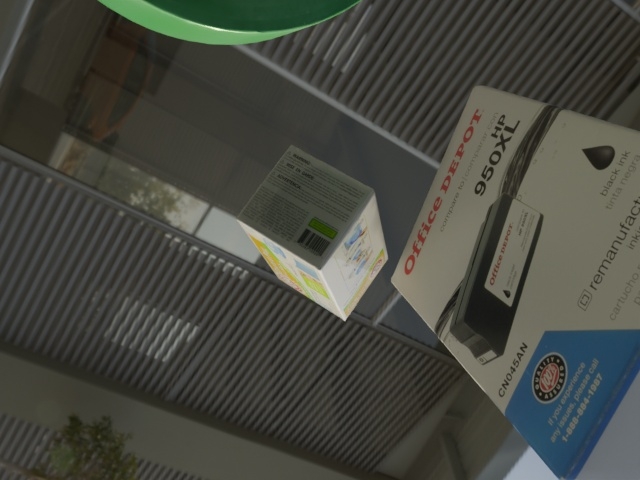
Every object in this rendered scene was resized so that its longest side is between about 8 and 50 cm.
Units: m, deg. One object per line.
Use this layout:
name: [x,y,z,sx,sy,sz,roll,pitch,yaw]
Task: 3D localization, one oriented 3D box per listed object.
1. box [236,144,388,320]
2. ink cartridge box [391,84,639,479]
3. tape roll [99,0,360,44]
box: [0.000,0.000,0.745,0.103,0.114,0.203,-54,159,-13]
ink cartridge box: [0.259,0.021,0.677,0.286,0.166,0.395,-68,-158,15]
tape roll: [-0.067,-0.305,0.442,0.077,0.321,0.321,21,-96,62]
